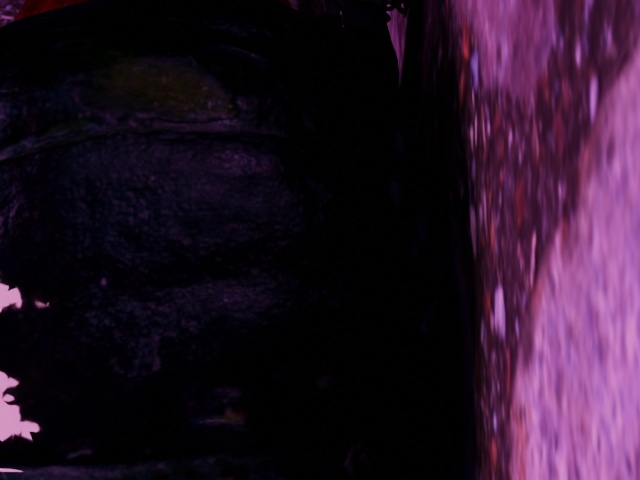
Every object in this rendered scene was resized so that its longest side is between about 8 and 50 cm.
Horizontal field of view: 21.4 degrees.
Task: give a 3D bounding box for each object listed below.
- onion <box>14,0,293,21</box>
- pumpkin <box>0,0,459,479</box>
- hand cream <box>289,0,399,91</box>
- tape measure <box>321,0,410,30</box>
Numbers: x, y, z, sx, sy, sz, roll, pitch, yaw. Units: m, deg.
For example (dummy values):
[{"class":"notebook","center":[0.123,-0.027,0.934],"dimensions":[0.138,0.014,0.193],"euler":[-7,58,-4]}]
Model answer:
[{"class":"onion","center":[-0.084,-0.113,1.207],"dimensions":[0.273,0.273,0.285],"euler":[-96,-12,-59]},{"class":"pumpkin","center":[-0.071,0.059,0.813],"dimensions":[0.363,0.266,0.363],"euler":[177,90,-84]},{"class":"hand cream","center":[0.005,-0.128,0.900],"dimensions":[0.248,0.052,0.075],"euler":[68,-147,-51]},{"class":"tape measure","center":[0.027,-0.156,0.788],"dimensions":[0.091,0.054,0.094],"euler":[-72,-14,-60]}]
